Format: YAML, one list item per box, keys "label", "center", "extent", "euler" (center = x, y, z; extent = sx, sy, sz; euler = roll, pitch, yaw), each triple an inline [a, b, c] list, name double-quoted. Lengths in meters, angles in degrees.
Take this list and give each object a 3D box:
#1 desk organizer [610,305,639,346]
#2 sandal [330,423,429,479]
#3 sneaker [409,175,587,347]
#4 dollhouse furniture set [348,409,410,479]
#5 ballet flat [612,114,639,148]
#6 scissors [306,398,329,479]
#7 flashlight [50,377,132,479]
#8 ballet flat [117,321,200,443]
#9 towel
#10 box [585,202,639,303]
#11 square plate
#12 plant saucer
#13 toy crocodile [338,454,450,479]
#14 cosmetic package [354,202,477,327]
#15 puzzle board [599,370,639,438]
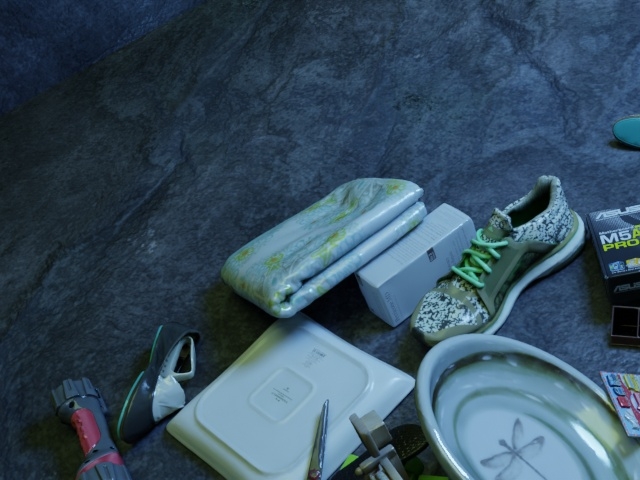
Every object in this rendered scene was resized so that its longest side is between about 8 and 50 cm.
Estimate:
- label: "desk organizer"
  center: [0.544, 0.143, 1.541]
  extent: [0.130, 0.050, 0.047]
  euler: [2, 46, 27]
- label: "sandal"
  center: [0.094, 0.338, 1.419]
  extent: [0.179, 0.040, 0.067]
  euler: [-36, 29, 12]
- label: "sneaker"
  center: [0.303, 0.023, 1.686]
  extent: [0.410, 0.182, 0.158]
  euler: [-40, 43, -19]
- label: "dollhouse furniture set"
  center: [0.112, 0.446, 1.161]
  extent: [0.174, 0.355, 0.303]
  euler: [-31, 29, -8]
- label: "ballet flat"
  center: [0.691, -0.218, 1.871]
  extent: [0.206, 0.073, 0.067]
  euler: [10, 23, 30]
- label: "scissors"
  center: [-0.004, 0.399, 1.509]
  extent: [0.109, 0.021, 0.297]
  euler: [14, 58, 23]
- label: "flashlight"
  center: [-0.427, 0.371, 1.717]
  extent: [0.103, 0.103, 0.304]
  euler: [-33, 42, -7]
- label: "ballet flat"
  center: [-0.296, 0.263, 1.784]
  extent: [0.096, 0.095, 0.280]
  euler: [4, 46, 12]
- label: "towel"
  center: [0.000, 0.000, 1.842]
  extent: [0.374, 0.090, 0.320]
  euler: [-36, 16, -14]
- label: "box"
  center: [0.614, 0.002, 1.627]
  extent: [0.270, 0.060, 0.216]
  euler: [-12, 31, 14]
- label: "square plate"
  center: [-0.065, 0.286, 1.678]
  extent: [0.344, 0.049, 0.347]
  euler: [-43, 44, -21]
- label: "plant saucer"
  center: [0.299, 0.306, 1.343]
  extent: [0.401, 0.100, 0.400]
  euler: [19, 33, -13]
- label: "toy crocodile"
  center: [0.165, 0.396, 1.418]
  extent: [0.341, 0.105, 0.115]
  euler: [4, 46, 35]
- label: "cosmetic package"
  center: [0.187, 0.046, 1.770]
  extent: [0.231, 0.117, 0.085]
  euler: [-38, 40, -15]
- label: "puzzle board"
  center: [0.493, 0.252, 1.440]
  extent: [0.096, 0.011, 0.128]
  euler: [6, 39, -13]
